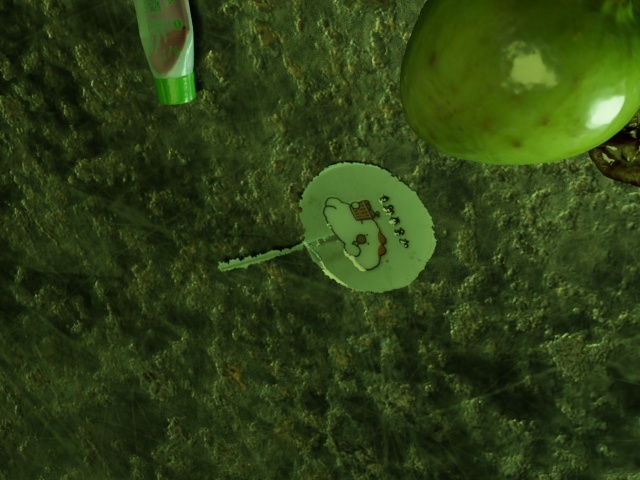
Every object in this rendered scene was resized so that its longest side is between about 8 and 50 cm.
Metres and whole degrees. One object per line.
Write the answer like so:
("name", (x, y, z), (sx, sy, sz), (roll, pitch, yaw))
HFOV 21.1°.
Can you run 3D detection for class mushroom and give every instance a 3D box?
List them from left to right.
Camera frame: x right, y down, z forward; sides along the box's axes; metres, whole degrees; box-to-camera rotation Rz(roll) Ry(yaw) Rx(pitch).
("mushroom", (0.355, -0.128, 2.006), (0.171, 0.080, 0.135), (2, 104, 26))

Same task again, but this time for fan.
("fan", (0.000, 0.000, 2.284), (0.329, 0.009, 0.190), (-17, 109, 29))

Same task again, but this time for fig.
("fig", (0.213, -0.203, 1.931), (0.326, 0.258, 0.258), (-25, 104, 47))

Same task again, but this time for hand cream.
("hand cream", (-0.208, -0.311, 2.204), (0.079, 0.050, 0.275), (-8, 109, 2))
